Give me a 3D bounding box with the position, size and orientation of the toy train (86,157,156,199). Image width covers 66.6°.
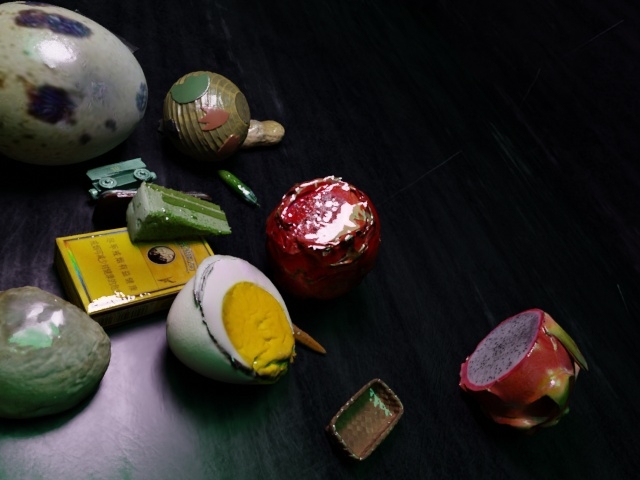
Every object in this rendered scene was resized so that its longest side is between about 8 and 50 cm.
[{"bbox_3d":[-0.491,-0.146,1.190,0.099,0.070,0.172,43,42,20],"label":"toy train"}]

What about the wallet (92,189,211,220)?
[{"bbox_3d":[-0.391,-0.084,1.145,0.255,0.137,0.031,-6,74,-36],"label":"wallet"}]

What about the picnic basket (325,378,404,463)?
[{"bbox_3d":[0.096,0.392,1.062,0.110,0.055,0.193,48,43,14],"label":"picnic basket"}]

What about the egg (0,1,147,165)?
[{"bbox_3d":[-0.594,-0.344,1.102,0.428,0.345,0.345,-15,60,-50],"label":"egg"}]

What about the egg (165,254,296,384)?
[{"bbox_3d":[-0.190,0.181,1.005,0.286,0.174,0.264,25,42,-47],"label":"egg"}]

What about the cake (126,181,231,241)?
[{"bbox_3d":[-0.299,-0.063,1.085,0.235,0.099,0.100,-2,52,-36],"label":"cake"}]

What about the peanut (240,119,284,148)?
[{"bbox_3d":[-0.203,-0.335,1.543,0.214,0.099,0.099,-8,56,-44],"label":"peanut"}]

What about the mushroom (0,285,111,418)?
[{"bbox_3d":[-0.497,0.177,0.805,0.267,0.164,0.189,31,40,-4],"label":"mushroom"}]

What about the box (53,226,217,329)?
[{"bbox_3d":[-0.380,0.063,1.046,0.302,0.084,0.193,-14,59,-40],"label":"box"}]

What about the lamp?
[{"bbox_3d":[-0.340,-0.340,1.359,0.284,0.250,0.250,-6,41,16],"label":"lamp"}]

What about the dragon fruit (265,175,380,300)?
[{"bbox_3d":[0.000,0.000,1.195,0.296,0.301,0.295,13,50,-16],"label":"dragon fruit"}]

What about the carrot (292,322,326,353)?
[{"bbox_3d":[-0.075,0.206,1.143,0.216,0.048,0.048,36,41,-5],"label":"carrot"}]

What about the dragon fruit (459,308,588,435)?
[{"bbox_3d":[0.524,0.343,1.219,0.226,0.305,0.305,45,42,2],"label":"dragon fruit"}]

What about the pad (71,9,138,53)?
[{"bbox_3d":[-0.725,-0.644,1.545,0.233,0.022,0.174,31,41,-5],"label":"pad"}]

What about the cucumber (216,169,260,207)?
[{"bbox_3d":[-0.233,-0.149,1.377,0.168,0.039,0.039,41,42,11],"label":"cucumber"}]
